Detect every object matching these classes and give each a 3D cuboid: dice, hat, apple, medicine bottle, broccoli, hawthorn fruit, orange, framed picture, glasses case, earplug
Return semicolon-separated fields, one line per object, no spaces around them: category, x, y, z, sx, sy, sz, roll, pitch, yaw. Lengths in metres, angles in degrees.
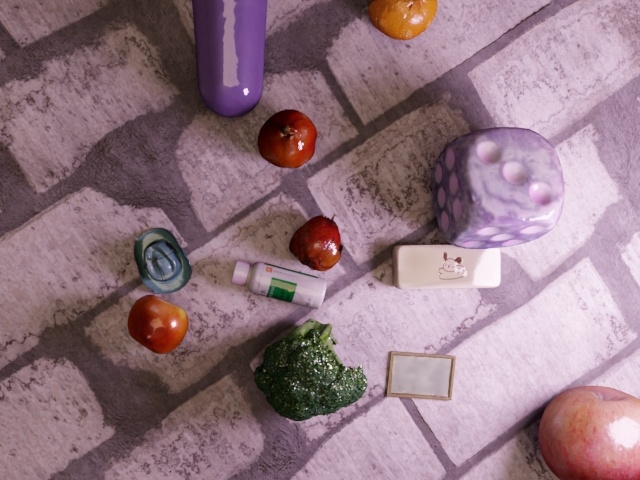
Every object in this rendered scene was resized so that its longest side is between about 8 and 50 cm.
dice;0.471;-0.135;1.517;0.271;0.270;0.270;-2;74;-7
hat;-0.439;0.058;1.535;0.138;0.078;0.191;-26;94;-4
apple;0.796;0.550;1.588;0.345;0.345;0.269;1;73;-7
medicine bottle;-0.117;0.119;1.568;0.260;0.095;0.095;17;90;-6
broccoli;-0.025;0.354;1.518;0.308;0.308;0.275;30;50;-7
hawthorn fruit;-0.090;-0.272;1.513;0.169;0.188;0.169;0;95;-1
orange;0.230;-0.657;1.555;0.193;0.161;0.193;0;87;-6
apple;-0.439;0.227;1.501;0.163;0.163;0.139;26;81;-7
framed picture;0.301;0.404;1.670;0.201;0.010;0.136;6;92;-7
glasses case;0.369;0.075;1.637;0.313;0.070;0.131;0;92;-7
hawthorn fruit;0.000;0.000;1.561;0.148;0.148;0.172;32;69;-7
earplug;-0.238;-0.559;1.485;0.215;0.215;0.456;-1;95;-7
